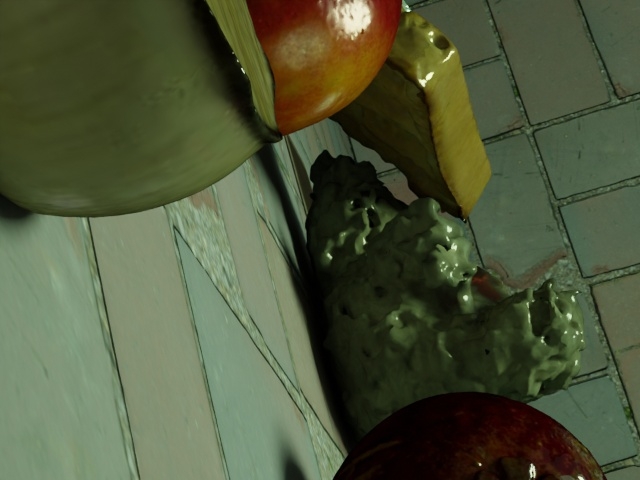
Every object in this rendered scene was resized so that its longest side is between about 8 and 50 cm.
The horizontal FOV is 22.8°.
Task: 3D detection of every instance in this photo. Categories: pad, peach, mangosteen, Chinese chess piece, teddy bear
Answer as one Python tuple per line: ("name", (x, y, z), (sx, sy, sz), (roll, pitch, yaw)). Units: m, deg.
("pad", (0.000, 0.000, 1.954), (0.176, 0.002, 0.266), (61, 13, -70))
("peach", (-0.050, -0.165, 1.177), (0.196, 0.226, 0.190), (41, -40, 12))
("mangosteen", (0.093, 0.226, 1.120), (0.257, 0.215, 0.215), (125, -44, -55))
("Chinese chess piece", (-0.097, -0.135, 0.598), (0.257, 0.104, 0.257), (-16, 90, -86))
("teddy bear", (0.094, 0.061, 1.612), (0.357, 0.225, 0.367), (99, -21, -56))

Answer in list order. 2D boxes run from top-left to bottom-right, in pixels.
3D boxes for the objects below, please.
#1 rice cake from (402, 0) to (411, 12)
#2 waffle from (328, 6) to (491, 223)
("rice cake", (-0.004, -0.279, 1.537), (0.198, 0.037, 0.189), (45, -9, -29))
("waffle", (0.030, -0.172, 1.536), (0.304, 0.077, 0.348), (38, -8, 22))
